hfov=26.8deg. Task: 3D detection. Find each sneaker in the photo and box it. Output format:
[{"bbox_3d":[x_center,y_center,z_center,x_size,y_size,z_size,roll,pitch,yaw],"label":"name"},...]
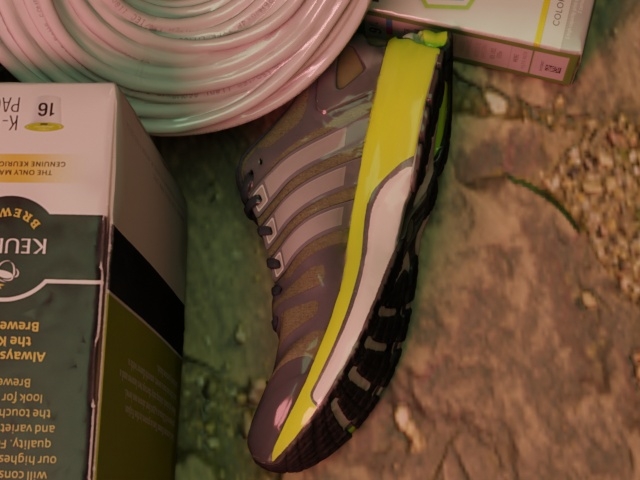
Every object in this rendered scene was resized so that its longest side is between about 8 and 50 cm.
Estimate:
[{"bbox_3d":[0.000,0.000,0.853,0.121,0.111,0.300,11,71,17],"label":"sneaker"}]

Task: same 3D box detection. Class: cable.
[{"bbox_3d":[-0.081,-0.186,0.771,0.257,0.257,0.089,6,31,-24],"label":"cable"}]

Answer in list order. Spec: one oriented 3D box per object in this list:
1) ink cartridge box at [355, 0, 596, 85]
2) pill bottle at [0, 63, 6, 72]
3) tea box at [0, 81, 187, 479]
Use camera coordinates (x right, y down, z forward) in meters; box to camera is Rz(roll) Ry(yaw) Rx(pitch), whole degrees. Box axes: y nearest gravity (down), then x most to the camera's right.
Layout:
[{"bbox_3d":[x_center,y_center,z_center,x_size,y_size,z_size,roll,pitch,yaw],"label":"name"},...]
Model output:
[{"bbox_3d":[0.083,-0.185,0.905,0.209,0.062,0.109,14,77,8],"label":"ink cartridge box"},{"bbox_3d":[-0.253,-0.186,0.871,0.318,0.176,0.176,-26,75,-3],"label":"pill bottle"},{"bbox_3d":[-0.261,0.093,0.777,0.329,0.220,0.324,1,75,5],"label":"tea box"}]
